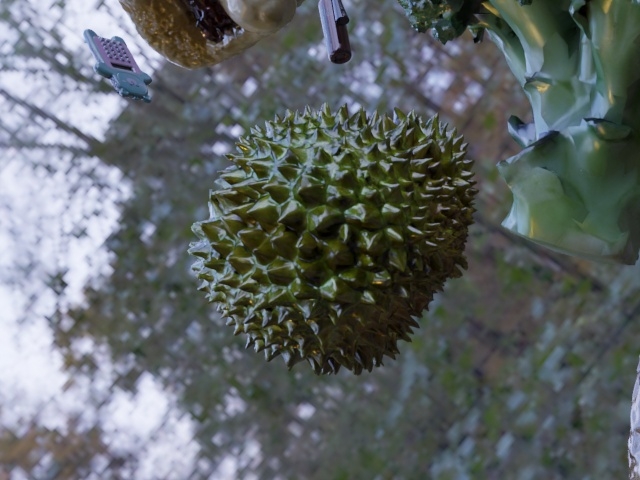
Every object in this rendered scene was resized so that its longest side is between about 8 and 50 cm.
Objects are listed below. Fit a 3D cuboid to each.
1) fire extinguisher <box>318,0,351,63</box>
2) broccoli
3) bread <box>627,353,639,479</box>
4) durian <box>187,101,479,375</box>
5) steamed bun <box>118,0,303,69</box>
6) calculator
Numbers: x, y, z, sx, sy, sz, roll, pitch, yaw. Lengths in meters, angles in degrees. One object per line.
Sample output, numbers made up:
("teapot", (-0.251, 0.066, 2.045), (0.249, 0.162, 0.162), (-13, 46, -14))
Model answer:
("fire extinguisher", (0.013, -0.229, 1.461), (0.032, 0.100, 0.046), (-14, -27, 9))
("broccoli", (0.152, -0.124, 0.770), (0.270, 0.270, 0.270), (1, -82, -71))
("bread", (0.416, 0.245, 1.575), (0.167, 0.324, 0.277), (-11, -36, 3))
("durian", (0.001, -0.002, 1.127), (0.177, 0.200, 0.237), (11, -35, -30))
("steamed bun", (-0.065, -0.223, 1.186), (0.172, 0.155, 0.141), (-50, -55, -14))
("calculator", (-0.278, -0.241, 2.019), (0.094, 0.141, 0.019), (8, -49, -44))
